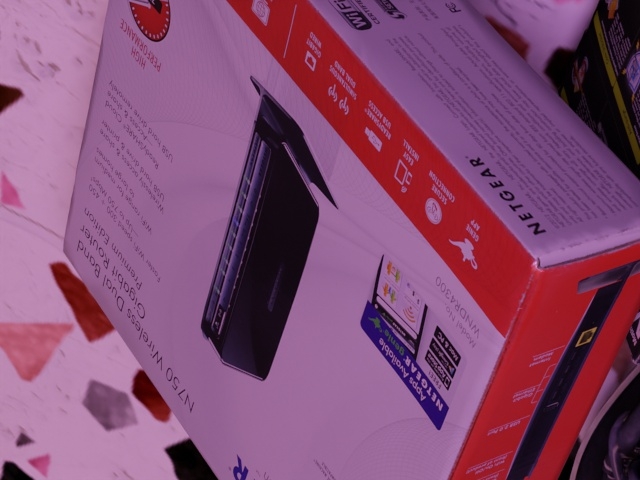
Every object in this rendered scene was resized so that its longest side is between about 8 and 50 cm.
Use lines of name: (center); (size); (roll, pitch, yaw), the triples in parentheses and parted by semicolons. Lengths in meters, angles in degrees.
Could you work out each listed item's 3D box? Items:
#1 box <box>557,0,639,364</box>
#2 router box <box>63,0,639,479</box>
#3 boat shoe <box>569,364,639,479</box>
box: (0.169, -0.071, 0.842); (0.045, 0.190, 0.184); (6, 133, -13)
router box: (0.000, 0.000, 0.956); (0.335, 0.082, 0.301); (51, 141, 33)
boat shoe: (0.221, 0.135, 0.967); (0.187, 0.156, 0.500); (28, 138, 11)
